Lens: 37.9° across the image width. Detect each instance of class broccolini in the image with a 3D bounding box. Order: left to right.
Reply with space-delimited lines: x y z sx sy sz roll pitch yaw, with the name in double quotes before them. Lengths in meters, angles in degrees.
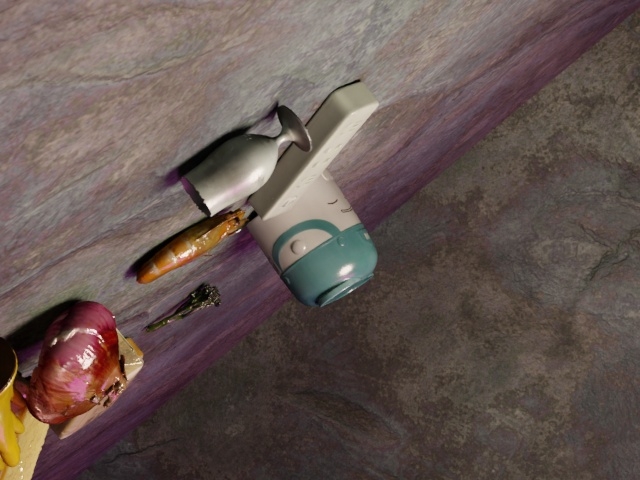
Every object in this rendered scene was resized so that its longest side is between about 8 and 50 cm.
"broccolini" -0.338 0.162 2.259 0.201 0.058 0.074 -21 154 -8

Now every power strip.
"power strip" -0.025 -0.154 1.764 0.091 0.062 0.385 -26 165 -43

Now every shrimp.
"shrimp" -0.244 0.014 1.772 0.249 0.068 0.150 -30 -178 -16

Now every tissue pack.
"tissue pack" -0.507 0.311 2.021 0.159 0.125 0.234 -32 168 -42

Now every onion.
"onion" -0.415 0.221 1.642 0.230 0.163 0.229 18 90 -87

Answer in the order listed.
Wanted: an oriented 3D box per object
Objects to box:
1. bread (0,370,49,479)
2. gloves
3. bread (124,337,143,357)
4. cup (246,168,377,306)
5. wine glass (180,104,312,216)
"bread" -0.623 0.336 1.692 0.263 0.198 0.236 71 40 -66
"gloves" -0.522 0.272 1.510 0.294 0.116 0.133 95 17 -54
"bread" -0.485 0.296 2.205 0.122 0.073 0.149 -31 170 -48
"cup" 0.000 0.000 2.056 0.219 0.257 0.290 -35 173 18
"wine glass" -0.117 -0.122 1.456 0.202 0.093 0.093 -37 172 -18
